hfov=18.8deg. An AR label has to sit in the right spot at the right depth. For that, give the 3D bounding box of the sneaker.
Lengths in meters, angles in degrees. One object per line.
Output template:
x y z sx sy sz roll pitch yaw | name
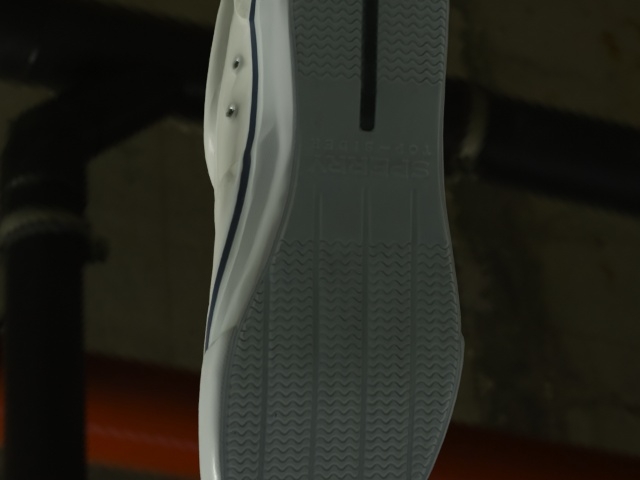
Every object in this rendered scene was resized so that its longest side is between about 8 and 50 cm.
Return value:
0.000 0.000 0.713 0.094 0.091 0.258 9 -95 -18 | sneaker
